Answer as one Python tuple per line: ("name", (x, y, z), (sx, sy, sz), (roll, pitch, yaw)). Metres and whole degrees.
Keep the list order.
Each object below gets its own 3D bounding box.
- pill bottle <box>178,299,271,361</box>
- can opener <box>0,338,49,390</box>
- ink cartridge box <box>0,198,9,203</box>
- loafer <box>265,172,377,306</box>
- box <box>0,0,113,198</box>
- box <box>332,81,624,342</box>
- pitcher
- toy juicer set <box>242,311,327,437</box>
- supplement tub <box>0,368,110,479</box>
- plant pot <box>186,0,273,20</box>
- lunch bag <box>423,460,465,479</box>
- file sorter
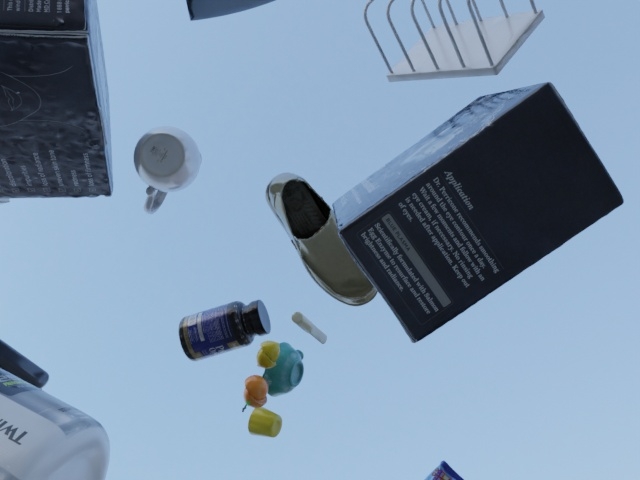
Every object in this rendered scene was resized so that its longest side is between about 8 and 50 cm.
("pill bottle", (-0.247, 0.229, 1.601), (0.219, 0.123, 0.123), (-18, -72, 9))
("can opener", (-0.613, 0.195, 1.057), (0.283, 0.095, 0.076), (34, -68, 3))
("ink cartridge box", (-0.868, -0.131, 1.564), (0.135, 0.056, 0.099), (-10, -92, 20))
("loafer", (0.000, 0.000, 1.026), (0.102, 0.092, 0.269), (-40, -90, -4))
("box", (-0.635, -0.307, 1.091), (0.471, 0.298, 0.480), (-4, -25, -16))
("box", (0.097, -0.027, 0.446), (0.158, 0.156, 0.093), (-35, -81, 5))
("pitcher", (-0.311, -0.133, 1.222), (0.125, 0.207, 0.178), (27, -93, -6))
("toy juicer set", (-0.102, 0.290, 1.486), (0.089, 0.329, 0.209), (8, -44, 29))
("supplement tub", (-0.369, 0.184, 0.540), (0.315, 0.193, 0.194), (23, -66, 11))
("plant pot", (-0.129, -0.467, 0.952), (0.166, 0.188, 0.188), (-1, -97, -8))
("lunch bag", (0.166, 0.556, 1.140), (0.138, 0.221, 0.293), (40, -28, 7))
("file sorter", (0.256, -0.449, 1.225), (0.277, 0.193, 0.173), (13, -34, 48))
